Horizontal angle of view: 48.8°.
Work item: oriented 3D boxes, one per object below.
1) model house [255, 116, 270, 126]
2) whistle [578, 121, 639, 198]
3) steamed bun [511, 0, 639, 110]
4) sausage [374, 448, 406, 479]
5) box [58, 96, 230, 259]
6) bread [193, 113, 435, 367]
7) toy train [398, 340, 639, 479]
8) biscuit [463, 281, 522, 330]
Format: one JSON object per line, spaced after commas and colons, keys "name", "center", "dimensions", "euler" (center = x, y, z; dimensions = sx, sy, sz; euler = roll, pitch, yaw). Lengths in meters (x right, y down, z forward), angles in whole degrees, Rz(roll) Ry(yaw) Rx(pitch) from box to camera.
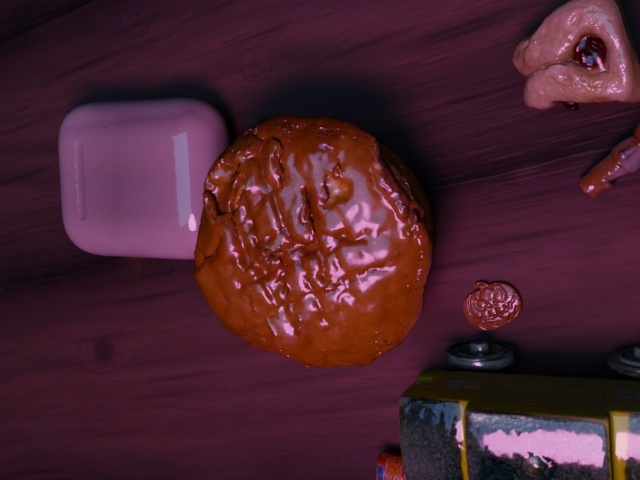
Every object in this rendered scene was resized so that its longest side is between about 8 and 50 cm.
{"name": "model house", "center": [-0.076, -0.170, 1.212], "dimensions": [0.083, 0.057, 0.058], "euler": [31, 82, 38]}
{"name": "whistle", "center": [0.442, -0.139, 0.952], "dimensions": [0.057, 0.107, 0.220], "euler": [56, 129, 17]}
{"name": "steamed bun", "center": [0.343, -0.247, 0.958], "dimensions": [0.155, 0.141, 0.172], "euler": [-19, 92, 30]}
{"name": "sausage", "center": [0.225, 0.402, 1.131], "dimensions": [0.274, 0.074, 0.074], "euler": [7, 100, 23]}
{"name": "box", "center": [-0.320, -0.111, 1.280], "dimensions": [0.349, 0.141, 0.288], "euler": [2, 98, 24]}
{"name": "bread", "center": [0.000, 0.000, 1.086], "dimensions": [0.399, 0.215, 0.397], "euler": [4, 104, 17]}
{"name": "toy train", "center": [0.316, 0.251, 0.959], "dimensions": [0.443, 0.272, 0.179], "euler": [-2, 99, 25]}
{"name": "biscuit", "center": [0.266, 0.099, 1.103], "dimensions": [0.091, 0.015, 0.078], "euler": [-34, 82, 24]}
